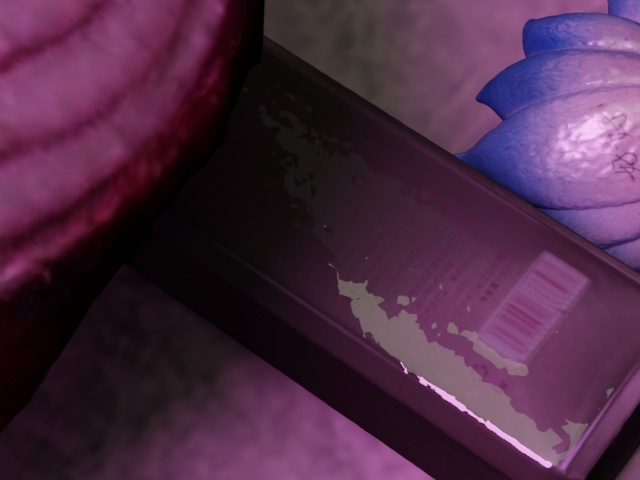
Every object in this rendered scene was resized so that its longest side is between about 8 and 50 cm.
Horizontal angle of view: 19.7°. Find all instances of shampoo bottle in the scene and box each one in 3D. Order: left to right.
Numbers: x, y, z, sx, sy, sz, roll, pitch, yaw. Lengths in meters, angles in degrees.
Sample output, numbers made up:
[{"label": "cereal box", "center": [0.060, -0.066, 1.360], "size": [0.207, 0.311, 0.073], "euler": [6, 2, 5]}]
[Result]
[{"label": "shampoo bottle", "center": [0.000, 0.000, 0.620], "size": [0.246, 0.079, 0.080], "euler": [34, 71, 17]}]

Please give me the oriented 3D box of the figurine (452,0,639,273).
[{"label": "figurine", "center": [0.098, -0.033, 0.634], "size": [0.114, 0.079, 0.114], "euler": [1, 102, 5]}]

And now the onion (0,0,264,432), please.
[{"label": "onion", "center": [-0.175, -0.047, 0.503], "size": [0.282, 0.260, 0.337], "euler": [24, 54, -15]}]
